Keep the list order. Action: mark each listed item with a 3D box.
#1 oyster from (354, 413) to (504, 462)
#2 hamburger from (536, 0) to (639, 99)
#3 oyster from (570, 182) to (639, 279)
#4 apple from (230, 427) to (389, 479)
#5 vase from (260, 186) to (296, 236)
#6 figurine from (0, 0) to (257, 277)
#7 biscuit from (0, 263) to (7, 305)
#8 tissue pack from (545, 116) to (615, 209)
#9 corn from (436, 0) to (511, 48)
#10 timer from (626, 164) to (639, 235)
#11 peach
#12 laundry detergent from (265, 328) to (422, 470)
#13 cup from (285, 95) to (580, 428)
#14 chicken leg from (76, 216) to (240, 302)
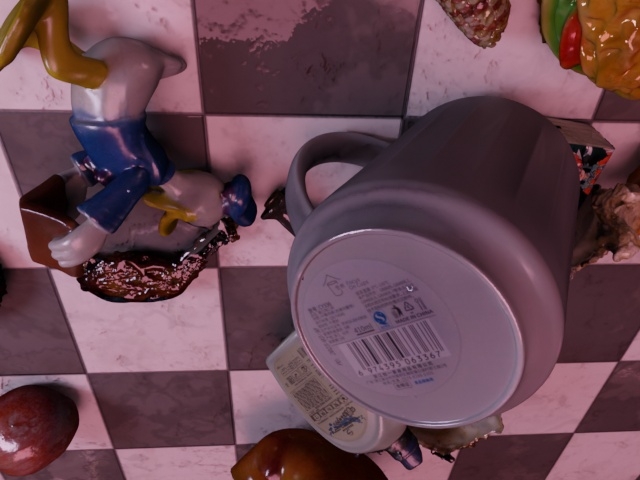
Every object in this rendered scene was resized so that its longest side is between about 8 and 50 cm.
[{"bbox_3d":[0.158,0.297,0.904,0.337,0.197,0.133,-38,156,30],"label":"oyster"},{"bbox_3d":[0.351,-0.247,0.512,0.237,0.148,0.237,-1,128,-2],"label":"hamburger"},{"bbox_3d":[0.365,0.000,0.677,0.081,0.191,0.163,24,115,8],"label":"oyster"},{"bbox_3d":[-0.003,0.516,0.976,0.329,0.295,0.365,-14,135,19],"label":"apple"},{"bbox_3d":[0.000,0.000,0.707,0.183,0.120,0.120,42,115,-15],"label":"vase"},{"bbox_3d":[-0.210,-0.072,0.582,0.338,0.204,0.283,26,97,-37],"label":"figurine"},{"bbox_3d":[-0.548,0.050,0.728,0.195,0.053,0.194,-2,129,-3],"label":"biscuit"},{"bbox_3d":[0.291,-0.068,0.682,0.103,0.090,0.170,5,128,-12],"label":"tissue pack"},{"bbox_3d":[0.123,-0.294,0.503,0.080,0.079,0.237,-34,125,20],"label":"corn"},{"bbox_3d":[0.456,-0.037,0.722,0.132,0.132,0.152,14,149,-15],"label":"timer"},{"bbox_3d":[-0.501,0.325,0.911,0.152,0.152,0.152,-2,128,-3],"label":"peach"},{"bbox_3d":[0.068,0.229,0.806,0.280,0.105,0.215,46,112,7],"label":"laundry detergent"},{"bbox_3d":[0.095,-0.015,0.543,0.323,0.327,0.236,26,128,15],"label":"cup"},{"bbox_3d":[-0.228,0.035,0.749,0.254,0.051,0.105,-19,122,6],"label":"chicken leg"}]
